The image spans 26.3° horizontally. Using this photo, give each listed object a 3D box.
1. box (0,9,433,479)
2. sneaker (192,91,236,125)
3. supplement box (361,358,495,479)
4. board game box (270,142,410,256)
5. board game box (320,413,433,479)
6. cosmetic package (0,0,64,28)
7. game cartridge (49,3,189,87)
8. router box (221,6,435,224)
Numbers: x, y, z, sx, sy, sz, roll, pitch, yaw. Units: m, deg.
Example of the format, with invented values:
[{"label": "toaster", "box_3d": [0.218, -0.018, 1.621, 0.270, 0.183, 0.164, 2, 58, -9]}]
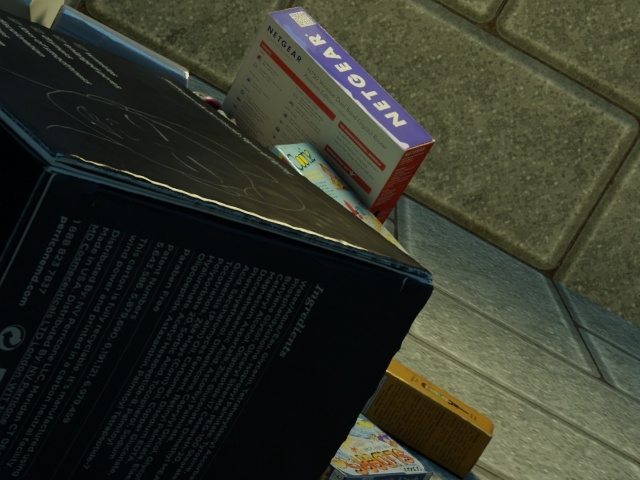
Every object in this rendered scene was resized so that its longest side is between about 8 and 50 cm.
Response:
[{"label": "box", "box_3d": [-0.241, -0.005, 1.297, 0.472, 0.297, 0.480, 15, 18, -48]}, {"label": "sneaker", "box_3d": [-0.211, -0.193, 2.273, 0.103, 0.111, 0.252, 28, 5, -44]}, {"label": "supplement box", "box_3d": [0.110, 0.215, 1.792, 0.233, 0.080, 0.078, 29, 12, 6]}, {"label": "board game box", "box_3d": [0.000, 0.000, 2.085, 0.275, 0.142, 0.144, 49, 20, 10]}, {"label": "board game box", "box_3d": [0.026, 0.241, 1.563, 0.136, 0.035, 0.201, 36, 13, 30]}, {"label": "cosmetic package", "box_3d": [-0.467, -0.269, 1.711, 0.284, 0.097, 0.377, 24, -27, 2]}, {"label": "game cartridge", "box_3d": [-0.286, -0.107, 1.636, 0.196, 0.294, 0.060, 26, 9, -18]}, {"label": "router box", "box_3d": [-0.013, -0.155, 2.224, 0.082, 0.301, 0.335, -21, 61, -46]}]
